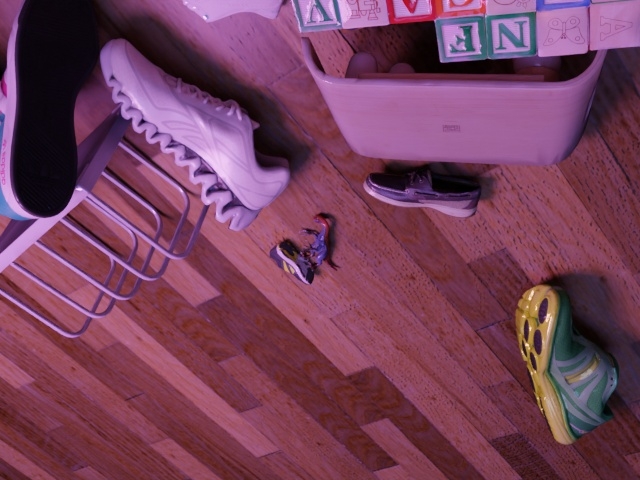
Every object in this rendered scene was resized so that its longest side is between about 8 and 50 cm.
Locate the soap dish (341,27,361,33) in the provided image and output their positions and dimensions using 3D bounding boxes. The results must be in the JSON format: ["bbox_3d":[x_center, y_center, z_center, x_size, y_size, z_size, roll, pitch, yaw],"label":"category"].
[{"bbox_3d":[0.100,-0.334,0.782,0.291,0.118,0.229,-12,127,25],"label":"soap dish"}]

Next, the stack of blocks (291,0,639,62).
[{"bbox_3d":[0.122,-0.251,0.710,0.297,0.087,0.171,-1,131,16],"label":"stack of blocks"}]

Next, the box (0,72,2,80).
[{"bbox_3d":[-0.562,-0.192,1.089,0.261,0.103,0.184,-12,131,24],"label":"box"}]

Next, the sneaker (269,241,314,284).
[{"bbox_3d":[-0.042,0.034,1.213,0.035,0.031,0.083,-17,122,43],"label":"sneaker"}]

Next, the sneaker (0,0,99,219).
[{"bbox_3d":[-0.363,-0.162,0.983,0.178,0.295,0.124,-6,162,38],"label":"sneaker"}]

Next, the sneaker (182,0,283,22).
[{"bbox_3d":[-0.144,-0.289,0.920,0.212,0.080,0.094,11,145,3],"label":"sneaker"}]

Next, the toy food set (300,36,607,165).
[{"bbox_3d":[0.148,-0.165,0.907,0.306,0.092,0.220,4,167,12],"label":"toy food set"}]

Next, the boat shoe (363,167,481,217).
[{"bbox_3d":[0.133,-0.071,1.059,0.152,0.056,0.049,9,128,-7],"label":"boat shoe"}]

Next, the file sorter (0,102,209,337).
[{"bbox_3d":[-0.299,-0.020,1.118,0.173,0.193,0.278,39,129,-24],"label":"file sorter"}]

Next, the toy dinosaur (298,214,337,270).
[{"bbox_3d":[0.000,0.000,1.176,0.090,0.047,0.082,6,133,-38],"label":"toy dinosaur"}]

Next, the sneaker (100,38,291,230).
[{"bbox_3d":[-0.153,-0.149,1.037,0.118,0.110,0.292,-35,117,16],"label":"sneaker"}]

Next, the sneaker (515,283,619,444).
[{"bbox_3d":[0.363,0.169,1.196,0.123,0.109,0.295,-21,125,1],"label":"sneaker"}]
